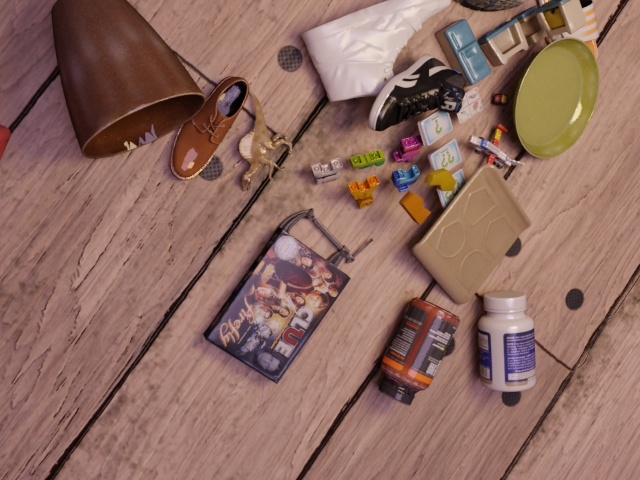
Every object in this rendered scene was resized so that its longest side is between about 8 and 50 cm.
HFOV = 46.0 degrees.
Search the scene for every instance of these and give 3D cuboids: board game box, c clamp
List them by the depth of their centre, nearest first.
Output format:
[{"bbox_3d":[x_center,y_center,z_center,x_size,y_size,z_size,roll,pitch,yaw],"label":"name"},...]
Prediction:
[{"bbox_3d":[-0.078,0.121,1.395,0.165,0.042,0.243,35,88,-18],"label":"board game box"},{"bbox_3d":[0.000,0.000,1.432,0.160,0.022,0.137,41,88,-18],"label":"c clamp"}]

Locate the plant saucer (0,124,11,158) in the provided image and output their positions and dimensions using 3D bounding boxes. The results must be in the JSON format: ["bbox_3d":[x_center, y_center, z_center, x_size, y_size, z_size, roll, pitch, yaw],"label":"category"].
[{"bbox_3d":[-0.665,-0.110,1.189,0.258,0.048,0.259,23,87,-19],"label":"plant saucer"}]

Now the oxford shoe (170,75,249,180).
[{"bbox_3d":[-0.195,-0.200,1.319,0.076,0.076,0.212,32,87,-20],"label":"oxford shoe"}]

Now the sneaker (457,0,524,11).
[{"bbox_3d":[0.270,-0.531,1.424,0.297,0.111,0.129,21,83,-20],"label":"sneaker"}]

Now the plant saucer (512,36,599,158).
[{"bbox_3d":[0.464,-0.285,1.511,0.241,0.037,0.241,-14,117,-31],"label":"plant saucer"}]

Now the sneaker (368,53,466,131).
[{"bbox_3d":[0.188,-0.253,1.356,0.121,0.079,0.217,31,57,20],"label":"sneaker"}]

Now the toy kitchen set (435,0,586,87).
[{"bbox_3d":[0.360,-0.402,1.431,0.207,0.166,0.122,-35,104,-12],"label":"toy kitchen set"}]

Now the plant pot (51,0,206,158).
[{"bbox_3d":[-0.333,-0.283,1.213,0.215,0.215,0.230,-27,89,-14],"label":"plant pot"}]

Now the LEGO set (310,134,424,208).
[{"bbox_3d":[0.098,-0.115,1.425,0.227,0.093,0.087,-16,69,-11],"label":"LEGO set"}]

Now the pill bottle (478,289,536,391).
[{"bbox_3d":[0.376,0.200,1.523,0.112,0.112,0.187,-6,98,-17],"label":"pill bottle"}]

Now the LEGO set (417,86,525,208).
[{"bbox_3d":[0.305,-0.194,1.461,0.244,0.060,0.182,-34,115,-32],"label":"LEGO set"}]

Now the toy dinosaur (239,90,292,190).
[{"bbox_3d":[-0.101,-0.177,1.363,0.092,0.053,0.183,6,93,-17],"label":"toy dinosaur"}]

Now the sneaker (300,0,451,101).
[{"bbox_3d":[0.126,-0.355,1.399,0.292,0.108,0.169,-22,103,-5],"label":"sneaker"}]

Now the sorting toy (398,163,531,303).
[{"bbox_3d":[0.272,-0.038,1.461,0.229,0.041,0.307,-48,129,-6],"label":"sorting toy"}]

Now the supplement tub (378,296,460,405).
[{"bbox_3d":[0.185,0.217,1.466,0.106,0.106,0.198,28,86,-18],"label":"supplement tub"}]

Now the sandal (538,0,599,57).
[{"bbox_3d":[0.496,-0.469,1.516,0.102,0.076,0.265,-30,104,-13],"label":"sandal"}]
